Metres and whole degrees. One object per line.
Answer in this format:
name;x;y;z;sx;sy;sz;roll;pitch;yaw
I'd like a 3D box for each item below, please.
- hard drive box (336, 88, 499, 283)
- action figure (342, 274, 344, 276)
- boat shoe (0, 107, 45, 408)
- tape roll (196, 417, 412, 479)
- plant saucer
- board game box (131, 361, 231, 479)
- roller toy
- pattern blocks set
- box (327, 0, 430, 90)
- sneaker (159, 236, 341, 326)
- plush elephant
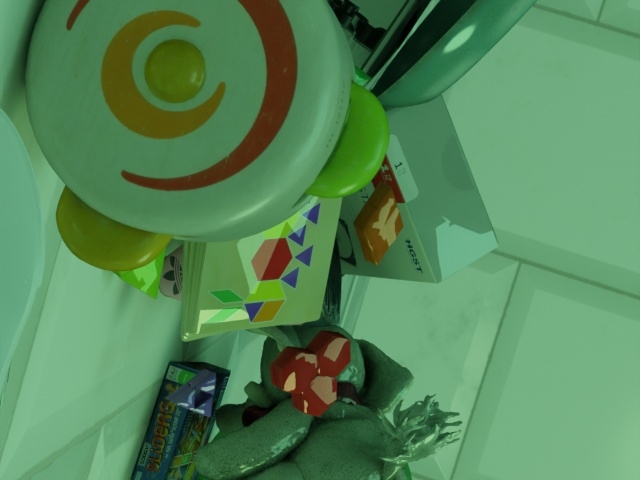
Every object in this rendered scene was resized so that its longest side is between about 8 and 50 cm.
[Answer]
hard drive box;0.057;-0.059;1.733;0.089;0.181;0.232;-30;-165;-26
action figure;0.000;0.000;2.194;0.185;0.099;0.285;117;-3;-80
boat shoe;-0.204;0.063;0.866;0.102;0.108;0.301;-141;-129;-64
tape roll;-0.035;0.334;1.977;0.077;0.321;0.321;27;78;-41
plant saucer;0.161;-0.229;1.482;0.317;0.043;0.317;-47;-173;7
board game box;-0.147;0.199;1.809;0.201;0.035;0.136;39;69;-82
roller toy;-0.080;-0.095;1.031;0.146;0.209;0.191;17;52;-83
pattern blocks set;-0.050;-0.001;1.428;0.285;0.026;0.325;5;108;-40
box;0.008;-0.167;1.547;0.290;0.087;0.169;-56;177;-1
sneaker;-0.060;0.030;1.643;0.319;0.131;0.112;29;57;-75
plush elephant;-0.022;0.199;1.780;0.330;0.272;0.255;-42;-138;17
